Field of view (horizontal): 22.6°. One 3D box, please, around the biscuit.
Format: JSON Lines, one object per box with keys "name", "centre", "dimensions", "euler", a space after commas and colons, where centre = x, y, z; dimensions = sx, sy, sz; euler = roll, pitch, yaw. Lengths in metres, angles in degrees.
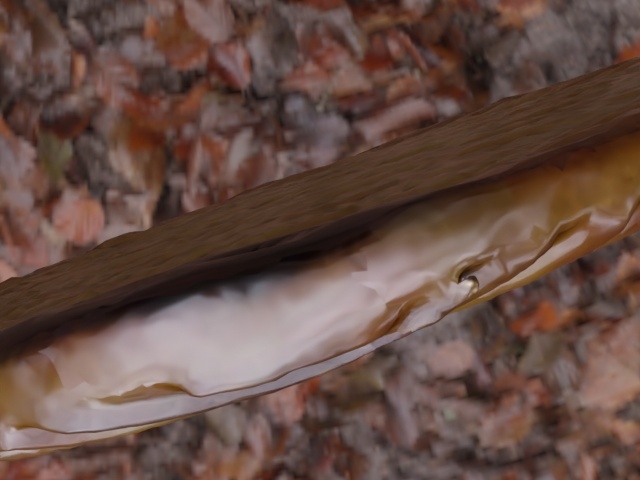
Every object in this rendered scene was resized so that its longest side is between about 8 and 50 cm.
{"name": "biscuit", "centre": [0.000, 0.000, 0.519], "dimensions": [0.317, 0.318, 0.040], "euler": [-19, 96, 6]}
